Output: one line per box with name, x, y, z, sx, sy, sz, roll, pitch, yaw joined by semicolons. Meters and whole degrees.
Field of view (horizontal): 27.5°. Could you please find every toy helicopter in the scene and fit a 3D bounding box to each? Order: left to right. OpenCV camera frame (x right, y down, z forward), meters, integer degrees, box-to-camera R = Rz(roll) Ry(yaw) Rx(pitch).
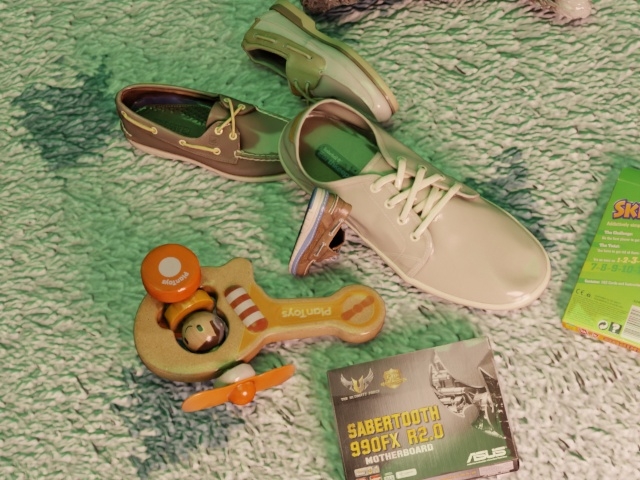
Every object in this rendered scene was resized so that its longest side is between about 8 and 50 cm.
toy helicopter;-0.083;0.128;1.833;0.355;0.140;0.235;-5;58;-3

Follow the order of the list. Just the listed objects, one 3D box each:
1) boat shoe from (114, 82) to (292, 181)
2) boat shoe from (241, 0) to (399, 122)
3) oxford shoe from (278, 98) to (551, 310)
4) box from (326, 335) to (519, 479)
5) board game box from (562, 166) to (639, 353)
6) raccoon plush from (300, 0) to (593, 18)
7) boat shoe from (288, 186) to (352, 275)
boat shoe;-0.162;-0.173;2.011;0.324;0.096;0.116;13;66;16
boat shoe;-0.003;-0.258;2.023;0.103;0.113;0.302;-42;54;-10
oxford shoe;0.126;-0.052;1.861;0.449;0.130;0.169;35;72;12
box;0.137;0.243;1.772;0.231;0.056;0.183;-12;63;4
board game box;0.441;0.024;1.836;0.124;0.039;0.259;19;71;18
raccoon plush;0.164;-0.409;2.020;0.446;0.216;0.299;38;83;24
boat shoe;0.000;0.000;1.858;0.066;0.183;0.066;19;56;-1
